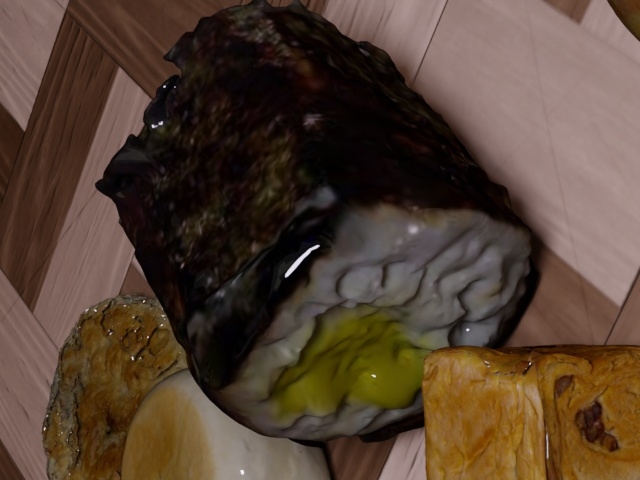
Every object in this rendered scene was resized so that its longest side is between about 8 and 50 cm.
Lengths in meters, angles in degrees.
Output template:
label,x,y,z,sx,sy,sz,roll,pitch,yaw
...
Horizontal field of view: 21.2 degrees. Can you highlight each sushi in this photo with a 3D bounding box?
label,x,y,z,sx,sy,sz,roll,pitch,yaw
sushi,0.000,-0.002,1.392,0.281,0.299,0.294,-42,49,6

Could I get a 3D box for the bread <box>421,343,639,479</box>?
label,x,y,z,sx,sy,sz,roll,pitch,yaw
bread,0.170,0.151,1.252,0.143,0.149,0.158,-2,82,57

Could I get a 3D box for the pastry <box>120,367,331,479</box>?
label,x,y,z,sx,sy,sz,roll,pitch,yaw
pastry,-0.093,0.244,1.598,0.265,0.133,0.264,-12,75,53

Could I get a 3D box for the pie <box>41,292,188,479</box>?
label,x,y,z,sx,sy,sz,roll,pitch,yaw
pie,-0.210,0.189,1.835,0.274,0.055,0.274,-12,74,47

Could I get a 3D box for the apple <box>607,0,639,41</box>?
label,x,y,z,sx,sy,sz,roll,pitch,yaw
apple,0.288,-0.226,1.081,0.234,0.257,0.256,134,137,-78
